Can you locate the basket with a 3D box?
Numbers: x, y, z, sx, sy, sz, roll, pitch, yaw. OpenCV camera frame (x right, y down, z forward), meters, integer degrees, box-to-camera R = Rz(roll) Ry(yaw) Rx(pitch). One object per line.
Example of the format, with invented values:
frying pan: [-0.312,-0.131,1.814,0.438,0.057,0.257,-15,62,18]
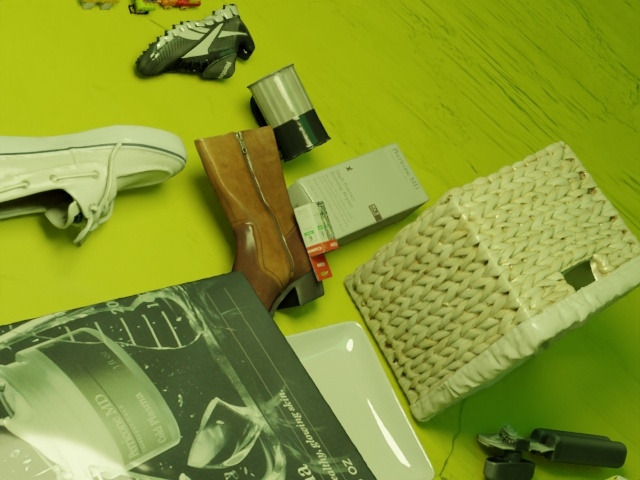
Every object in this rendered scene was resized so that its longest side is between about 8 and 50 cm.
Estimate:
basket: [0.274,0.060,2.043,0.328,0.331,0.266,-23,78,-41]

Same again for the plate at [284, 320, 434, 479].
plate: [-0.013,0.261,1.880,0.278,0.045,0.277,-11,59,-27]

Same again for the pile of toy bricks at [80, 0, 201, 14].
pile of toy bricks: [-0.277,-0.428,2.083,0.212,0.105,0.118,-5,68,-36]

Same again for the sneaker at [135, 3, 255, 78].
sneaker: [-0.186,-0.295,2.090,0.106,0.078,0.234,52,47,4]

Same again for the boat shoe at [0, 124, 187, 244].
boat shoe: [-0.343,-0.062,1.819,0.367,0.136,0.156,-5,68,-33]

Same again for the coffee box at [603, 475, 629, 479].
coffee box: [0.414,0.577,1.843,0.334,0.337,0.338,27,54,-19]

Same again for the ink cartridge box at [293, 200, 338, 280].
ink cartridge box: [0.000,0.000,1.986,0.063,0.029,0.115,-14,84,-68]

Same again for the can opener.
can opener: [0.368,0.344,2.131,0.280,0.074,0.093,6,97,-30]

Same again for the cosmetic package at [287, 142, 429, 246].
cosmetic package: [0.054,-0.066,2.124,0.231,0.085,0.117,-25,81,-39]

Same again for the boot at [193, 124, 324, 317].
boot: [-0.119,-0.019,1.920,0.264,0.096,0.280,-22,96,-41]

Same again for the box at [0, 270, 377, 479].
box: [-0.210,0.335,1.511,0.472,0.297,0.480,-14,57,-37]

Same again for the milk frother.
milk frother: [-0.081,-0.182,2.061,0.143,0.129,0.134,-31,96,-48]
